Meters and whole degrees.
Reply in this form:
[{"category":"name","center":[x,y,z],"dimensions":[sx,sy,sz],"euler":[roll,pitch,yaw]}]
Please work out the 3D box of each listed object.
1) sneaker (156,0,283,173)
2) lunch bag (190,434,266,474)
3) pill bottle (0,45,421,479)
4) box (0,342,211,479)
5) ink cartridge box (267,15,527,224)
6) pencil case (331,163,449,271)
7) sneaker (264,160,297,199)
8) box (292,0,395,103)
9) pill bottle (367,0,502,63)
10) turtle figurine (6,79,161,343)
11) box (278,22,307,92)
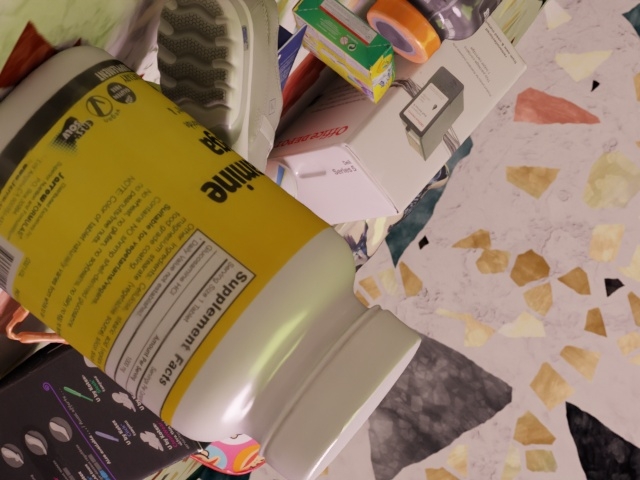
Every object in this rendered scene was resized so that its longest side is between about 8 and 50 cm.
[{"category":"sneaker","center":[-0.069,-0.073,1.463],"dimensions":[0.115,0.105,0.281],"euler":[-27,133,-50]},{"category":"lunch bag","center":[-0.112,0.130,2.223],"dimensions":[0.293,0.258,0.120],"euler":[-50,-146,14]},{"category":"pill bottle","center":[-0.098,0.024,1.329],"dimensions":[0.188,0.334,0.188],"euler":[-51,173,-9]},{"category":"box","center":[-0.200,0.150,1.728],"dimensions":[0.270,0.143,0.165],"euler":[-30,-173,36]},{"category":"ink cartridge box","center":[0.083,-0.148,2.151],"dimensions":[0.273,0.115,0.198],"euler":[-48,-159,-27]},{"category":"pencil case","center":[0.000,0.000,2.447],"dimensions":[0.410,0.160,0.183],"euler":[-49,175,-21]},{"category":"sneaker","center":[-0.117,0.006,2.054],"dimensions":[0.240,0.091,0.126],"euler":[-51,172,1]},{"category":"box","center":[0.028,-0.200,1.898],"dimensions":[0.043,0.105,0.179],"euler":[-50,173,-6]},{"category":"pill bottle","center":[0.160,-0.316,2.045],"dimensions":[0.245,0.130,0.130],"euler":[-50,172,-10]},{"category":"turtle figurine","center":[-0.167,-0.037,1.561],"dimensions":[0.269,0.087,0.217],"euler":[-29,151,-32]},{"category":"box","center":[-0.085,-0.128,1.822],"dimensions":[0.136,0.036,0.225],"euler":[-48,172,-30]}]
